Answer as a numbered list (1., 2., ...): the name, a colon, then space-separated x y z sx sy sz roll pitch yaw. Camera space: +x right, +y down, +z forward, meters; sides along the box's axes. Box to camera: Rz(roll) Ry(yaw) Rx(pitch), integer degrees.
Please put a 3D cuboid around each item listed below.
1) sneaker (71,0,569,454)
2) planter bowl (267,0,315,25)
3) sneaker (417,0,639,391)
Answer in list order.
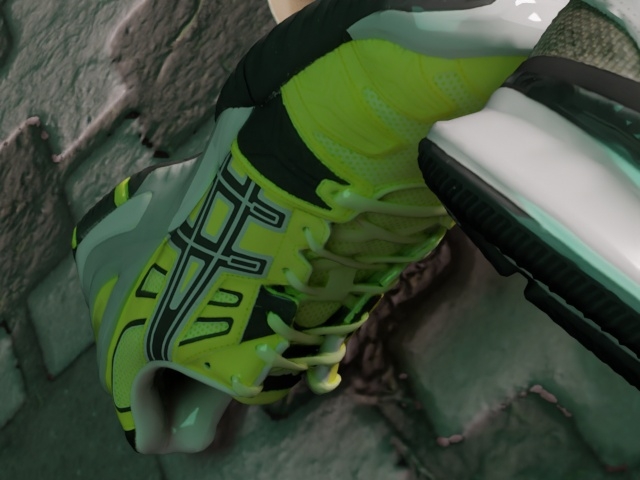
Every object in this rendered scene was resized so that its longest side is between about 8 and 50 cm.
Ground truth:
1. sneaker: 0.000 0.000 0.618 0.385 0.145 0.147 -38 57 50
2. planter bowl: 0.065 -0.152 0.674 0.162 0.109 0.162 -17 61 33
3. sneaker: 0.266 0.014 0.358 0.447 0.169 0.257 41 90 24
